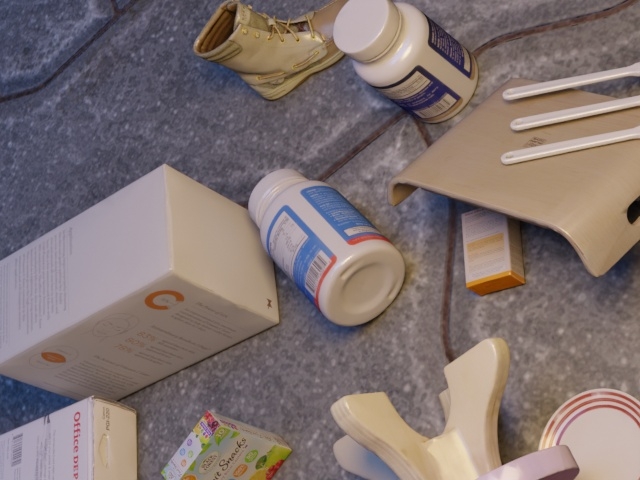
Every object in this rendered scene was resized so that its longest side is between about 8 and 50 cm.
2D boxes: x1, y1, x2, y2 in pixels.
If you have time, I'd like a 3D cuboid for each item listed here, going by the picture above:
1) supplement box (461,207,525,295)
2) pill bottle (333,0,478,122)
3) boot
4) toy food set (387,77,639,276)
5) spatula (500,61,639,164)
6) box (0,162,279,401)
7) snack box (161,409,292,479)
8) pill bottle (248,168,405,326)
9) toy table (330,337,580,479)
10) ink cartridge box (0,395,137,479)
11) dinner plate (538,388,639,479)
[{"bbox_3d":[0.203,0.009,1.528,0.062,0.036,0.098,-18,59,34],"label":"supplement box"},{"bbox_3d":[0.104,-0.232,1.622,0.112,0.186,0.112,-18,59,33],"label":"pill bottle"},{"bbox_3d":[-0.055,-0.293,1.800,0.213,0.165,0.077,-35,52,25],"label":"boot"},{"bbox_3d":[0.249,-0.072,1.457,0.219,0.092,0.306,-40,37,-26],"label":"toy food set"},{"bbox_3d":[0.319,-0.147,1.430,0.242,0.019,0.168,-11,40,16],"label":"spatula"},{"bbox_3d":[-0.259,0.073,1.769,0.345,0.215,0.168,-27,55,28],"label":"box"},{"bbox_3d":[-0.114,0.273,1.603,0.100,0.141,0.037,-54,47,6],"label":"snack box"},{"bbox_3d":[0.000,0.000,1.647,0.124,0.124,0.221,-52,46,9],"label":"pill bottle"},{"bbox_3d":[0.125,0.233,1.365,0.274,0.252,0.161,-35,65,23],"label":"toy table"},{"bbox_3d":[-0.362,0.329,1.824,0.218,0.092,0.159,-25,56,32],"label":"ink cartridge box"},{"bbox_3d":[0.293,0.225,1.364,0.141,0.017,0.141,-17,60,33],"label":"dinner plate"}]
